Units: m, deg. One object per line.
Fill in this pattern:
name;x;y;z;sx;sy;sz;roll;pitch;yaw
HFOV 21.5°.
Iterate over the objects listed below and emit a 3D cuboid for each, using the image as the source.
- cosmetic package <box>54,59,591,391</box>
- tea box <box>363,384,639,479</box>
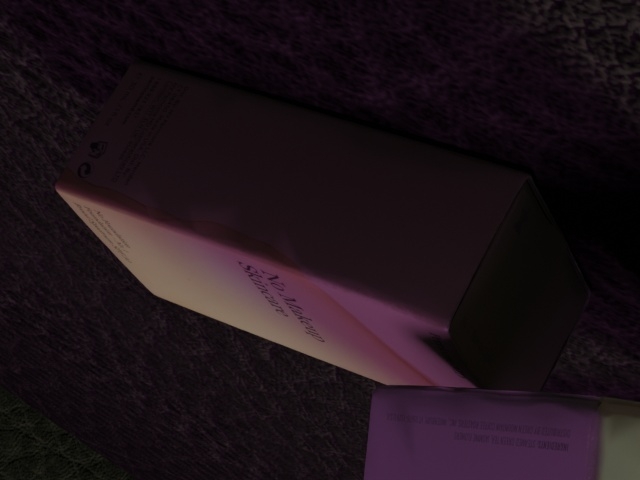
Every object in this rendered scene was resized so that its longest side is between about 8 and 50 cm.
cosmetic package;0.000;0.000;1.088;0.309;0.113;0.160;19;160;33
tea box;0.204;0.253;0.930;0.329;0.323;0.220;7;175;-28
